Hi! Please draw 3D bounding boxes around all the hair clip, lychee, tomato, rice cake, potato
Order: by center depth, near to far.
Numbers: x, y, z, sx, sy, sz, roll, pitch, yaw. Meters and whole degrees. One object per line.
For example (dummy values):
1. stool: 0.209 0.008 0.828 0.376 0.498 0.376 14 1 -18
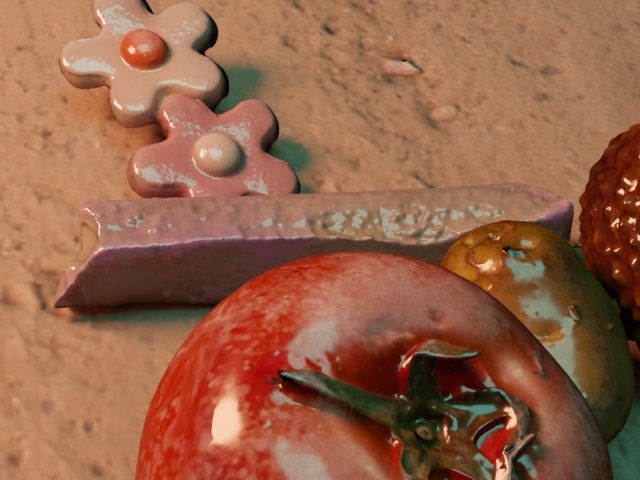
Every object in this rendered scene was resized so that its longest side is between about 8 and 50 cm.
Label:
1. tomato: 0.022 0.143 0.807 0.270 0.227 0.270 12 56 -18
2. potato: 0.143 0.073 0.976 0.137 0.137 0.176 -3 67 -13
3. lychee: 0.279 -0.015 1.030 0.200 0.200 0.238 11 64 2
4. rice cake: 0.000 0.000 1.060 0.399 0.070 0.064 -3 43 -14
5. hair clip: -0.116 -0.104 1.151 0.146 0.075 0.257 -16 54 -30
